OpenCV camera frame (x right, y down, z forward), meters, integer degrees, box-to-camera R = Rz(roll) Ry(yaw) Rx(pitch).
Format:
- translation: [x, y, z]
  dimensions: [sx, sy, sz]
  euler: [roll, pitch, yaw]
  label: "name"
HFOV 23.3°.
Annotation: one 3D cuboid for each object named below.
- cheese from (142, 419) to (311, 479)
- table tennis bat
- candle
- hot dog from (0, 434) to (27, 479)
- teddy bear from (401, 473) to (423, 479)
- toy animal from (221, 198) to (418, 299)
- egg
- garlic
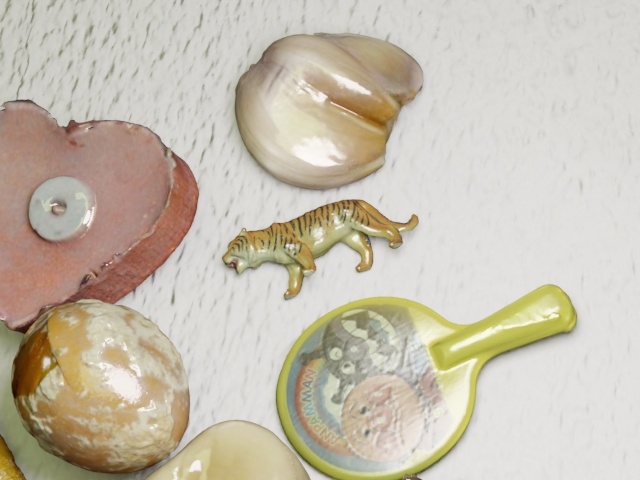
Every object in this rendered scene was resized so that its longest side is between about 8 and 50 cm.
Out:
- translation: [-0.114, 0.312, 1.729]
  dimensions: [0.218, 0.117, 0.235]
  euler: [-5, 61, 9]
  label: "cheese"
- translation: [0.124, 0.146, 1.804]
  dimensions: [0.369, 0.054, 0.224]
  euler: [-23, 65, 2]
  label: "table tennis bat"
- translation: [-0.310, -0.014, 1.910]
  dimensions: [0.317, 0.131, 0.287]
  euler: [5, 73, 22]
  label: "candle"
- translation: [-0.375, 0.286, 1.806]
  dimensions: [0.068, 0.083, 0.289]
  euler: [-19, 63, -21]
  label: "hot dog"
- translation: [0.073, 0.314, 1.720]
  dimensions: [0.160, 0.078, 0.119]
  euler: [0, 62, 10]
  label: "teddy bear"
- translation: [0.000, 0.000, 1.888]
  dimensions: [0.241, 0.057, 0.099]
  euler: [-22, 64, -1]
  label: "toy animal"
- translation: [-0.249, 0.169, 1.774]
  dimensions: [0.195, 0.195, 0.233]
  euler: [-39, 54, -10]
  label: "egg"
- translation: [-0.007, -0.174, 1.944]
  dimensions: [0.228, 0.110, 0.217]
  euler: [18, 73, 16]
  label: "garlic"
